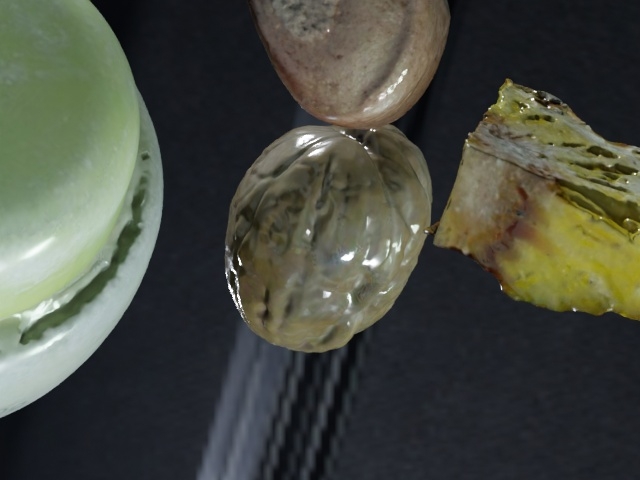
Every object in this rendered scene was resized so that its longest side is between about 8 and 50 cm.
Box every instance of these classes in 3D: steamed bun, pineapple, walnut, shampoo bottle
[{"bbox_3d":[0.014,-0.153,1.170,0.106,0.145,0.175,-24,-95,10],"label":"steamed bun"},{"bbox_3d":[0.150,-0.022,1.272,0.236,0.186,0.114,37,-64,54],"label":"pineapple"},{"bbox_3d":[0.002,0.001,1.691,0.178,0.178,0.230,46,-44,32],"label":"walnut"},{"bbox_3d":[-0.271,-0.028,1.332,0.322,0.322,0.317,66,-25,22],"label":"shampoo bottle"}]
